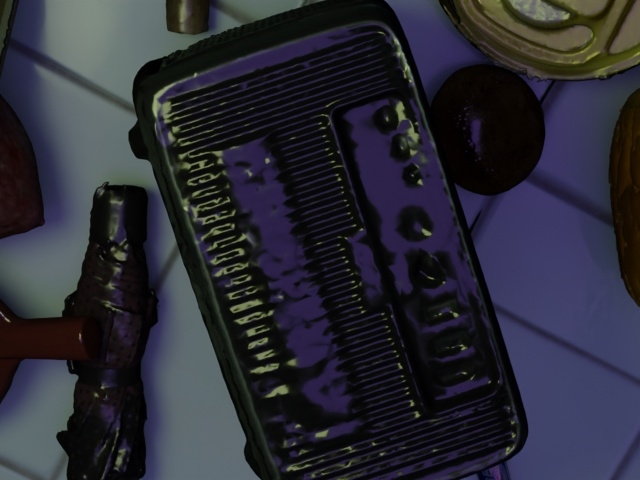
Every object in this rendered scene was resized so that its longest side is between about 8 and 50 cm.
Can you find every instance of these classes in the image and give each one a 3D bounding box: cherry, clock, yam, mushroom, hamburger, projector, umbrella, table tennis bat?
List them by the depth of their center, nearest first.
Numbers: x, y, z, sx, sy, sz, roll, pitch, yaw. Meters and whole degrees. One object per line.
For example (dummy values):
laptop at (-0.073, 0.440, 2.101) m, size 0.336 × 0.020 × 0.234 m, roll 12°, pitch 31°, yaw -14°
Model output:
projector at (0.000, 0.000, 1.457) m, size 0.242 × 0.405 × 0.395 m, roll -17°, pitch 99°, yaw 1°
cherry at (-0.364, -0.077, 1.548) m, size 0.249 × 0.175 × 0.192 m, roll 28°, pitch 81°, yaw -8°
hamburger at (0.355, -0.056, 1.554) m, size 0.163 × 0.244 × 0.244 m, roll -6°, pitch 99°, yaw 3°
yam at (-0.123, -0.326, 1.581) m, size 0.046 × 0.046 × 0.264 m, roll 1°, pitch 99°, yaw -2°
clock at (0.241, -0.293, 1.585) m, size 0.277 × 0.071 × 0.293 m, roll 33°, pitch 102°, yaw 5°
table tennis bat at (-0.357, 0.095, 1.606) m, size 0.310 × 0.038 × 0.200 m, roll -2°, pitch 108°, yaw 19°
mushroom at (0.161, -0.108, 1.618) m, size 0.127 × 0.087 × 0.127 m, roll -3°, pitch 96°, yaw -25°
umbrella at (-0.206, 0.103, 1.628) m, size 0.094 × 0.090 × 0.326 m, roll 3°, pitch 99°, yaw 1°

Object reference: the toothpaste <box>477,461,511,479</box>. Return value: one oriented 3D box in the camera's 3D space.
toothpaste at (0.178, 0.251, 1.696) m, size 0.045 × 0.028 × 0.170 m, roll -16°, pitch 98°, yaw 8°

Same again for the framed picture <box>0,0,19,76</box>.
framed picture at (-0.374, -0.234, 1.509) m, size 0.211 × 0.020 × 0.289 m, roll 8°, pitch 58°, yaw -3°
